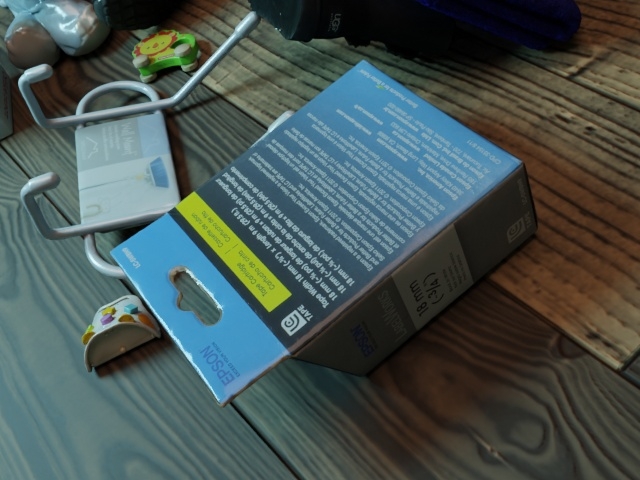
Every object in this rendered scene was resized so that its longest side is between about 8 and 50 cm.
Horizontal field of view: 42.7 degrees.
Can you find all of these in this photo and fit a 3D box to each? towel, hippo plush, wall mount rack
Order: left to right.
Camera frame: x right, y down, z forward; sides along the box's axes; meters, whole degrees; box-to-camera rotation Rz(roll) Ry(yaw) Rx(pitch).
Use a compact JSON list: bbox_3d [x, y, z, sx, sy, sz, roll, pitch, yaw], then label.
[{"bbox_3d":[-0.423,-0.430,1.215,0.234,0.236,0.294,-29,49,-2],"label":"hippo plush"},{"bbox_3d":[-0.191,-0.132,0.962,0.304,0.130,0.350,-13,50,-6],"label":"wall mount rack"},{"bbox_3d":[0.169,-0.352,0.971,0.228,0.076,0.308,11,45,-18],"label":"towel"}]

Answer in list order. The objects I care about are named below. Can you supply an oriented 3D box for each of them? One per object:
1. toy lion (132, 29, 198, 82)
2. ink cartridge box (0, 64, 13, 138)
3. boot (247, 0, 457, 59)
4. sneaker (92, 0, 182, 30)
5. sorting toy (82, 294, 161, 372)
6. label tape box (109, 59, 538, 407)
[{"bbox_3d":[-0.217,-0.266,1.144,0.100,0.034,0.096,-11,43,13],"label":"toy lion"},{"bbox_3d":[-0.516,-0.245,1.127,0.087,0.208,0.153,-22,49,0],"label":"ink cartridge box"},{"bbox_3d":[0.032,-0.295,0.982,0.207,0.094,0.246,1,35,-25],"label":"boot"},{"bbox_3d":[-0.248,-0.417,1.212,0.124,0.107,0.283,32,60,19],"label":"sneaker"},{"bbox_3d":[-0.216,0.086,0.862,0.083,0.045,0.075,-27,29,0],"label":"sorting toy"},{"bbox_3d":[0.000,0.000,0.793,0.334,0.106,0.240,-38,49,-9],"label":"label tape box"}]
